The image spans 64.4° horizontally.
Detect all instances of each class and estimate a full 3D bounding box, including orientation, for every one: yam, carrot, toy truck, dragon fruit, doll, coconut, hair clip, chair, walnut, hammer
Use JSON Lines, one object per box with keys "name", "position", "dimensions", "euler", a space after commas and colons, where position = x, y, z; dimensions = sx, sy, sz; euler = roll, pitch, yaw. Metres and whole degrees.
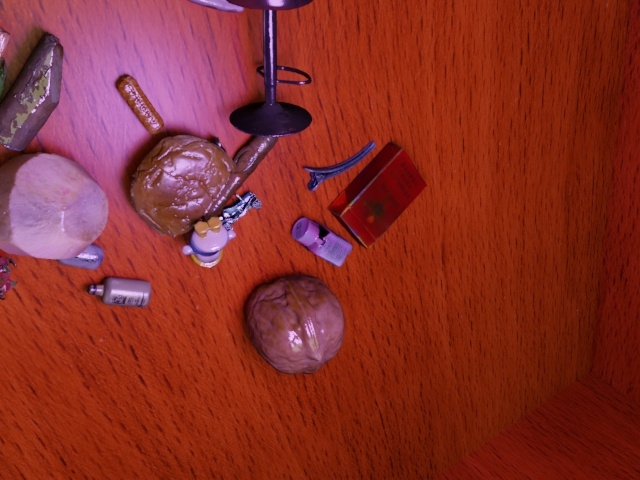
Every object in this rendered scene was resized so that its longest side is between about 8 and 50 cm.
{"name": "yam", "position": [-0.640, -0.331, 1.139], "dimensions": [0.106, 0.106, 0.259], "euler": [34, 94, -37]}
{"name": "carrot", "position": [-0.241, -0.188, 1.470], "dimensions": [0.070, 0.070, 0.342], "euler": [37, 92, -37]}
{"name": "toy truck", "position": [-0.253, -0.091, 1.502], "dimensions": [0.154, 0.080, 0.078], "euler": [-41, 109, -9]}
{"name": "dragon fruit", "position": [-0.837, 0.060, 1.194], "dimensions": [0.236, 0.135, 0.137], "euler": [36, 90, -16]}
{"name": "doll", "position": [-0.317, 0.012, 1.434], "dimensions": [0.098, 0.241, 0.135], "euler": [35, 66, -4]}
{"name": "coconut", "position": [-0.644, -0.075, 1.185], "dimensions": [0.259, 0.259, 0.259], "euler": [-13, 118, -26]}
{"name": "hair clip", "position": [0.069, -0.250, 1.648], "dimensions": [0.275, 0.048, 0.083], "euler": [-29, 122, -23]}
{"name": "chair", "position": [-0.125, -0.483, 1.254], "dimensions": [0.226, 0.226, 0.401], "euler": [-18, 132, -24]}
{"name": "walnut", "position": [-0.073, 0.264, 1.605], "dimensions": [0.306, 0.344, 0.306], "euler": [-17, 129, -22]}
{"name": "hammer", "position": [-0.611, -0.023, 1.327], "dimensions": [0.116, 0.069, 0.194], "euler": [16, 95, -35]}

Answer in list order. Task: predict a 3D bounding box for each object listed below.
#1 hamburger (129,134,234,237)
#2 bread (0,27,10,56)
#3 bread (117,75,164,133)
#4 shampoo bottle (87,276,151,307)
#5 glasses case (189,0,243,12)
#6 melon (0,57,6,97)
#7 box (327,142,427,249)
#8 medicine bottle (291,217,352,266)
{"name": "hamburger", "position": [-0.381, -0.168, 1.352], "dimensions": [0.309, 0.132, 0.211], "euler": [-49, 131, 0]}
{"name": "bread", "position": [-0.744, -0.415, 1.018], "dimensions": [0.190, 0.132, 0.114], "euler": [22, 99, -32]}
{"name": "bread", "position": [-0.452, -0.340, 1.283], "dimensions": [0.052, 0.044, 0.157], "euler": [-41, 128, -16]}
{"name": "shampoo bottle", "position": [-0.561, 0.143, 1.417], "dimensions": [0.162, 0.079, 0.079], "euler": [11, 106, -34]}
{"name": "glasses case", "position": [-0.269, -0.599, 1.262], "dimensions": [0.164, 0.063, 0.041], "euler": [1, 109, -32]}
{"name": "melon", "position": [-0.783, -0.301, 1.114], "dimensions": [0.262, 0.053, 0.114], "euler": [-47, 109, -9]}
{"name": "box", "position": [0.198, -0.150, 1.736], "dimensions": [0.313, 0.089, 0.197], "euler": [-47, 129, -5]}
{"name": "medicine bottle", "position": [0.000, 0.000, 1.665], "dimensions": [0.188, 0.119, 0.094], "euler": [30, 94, -37]}
